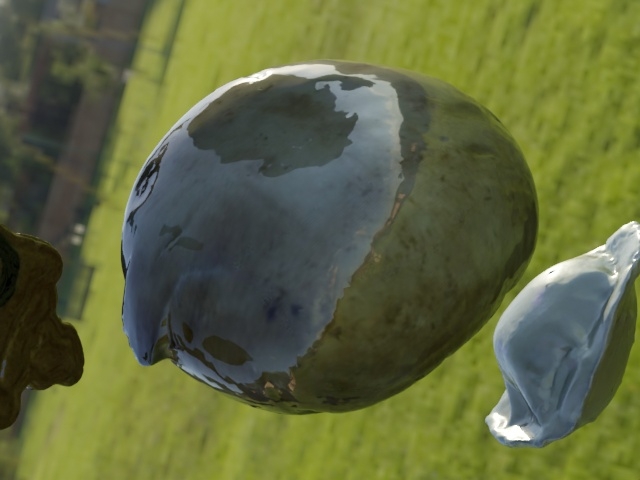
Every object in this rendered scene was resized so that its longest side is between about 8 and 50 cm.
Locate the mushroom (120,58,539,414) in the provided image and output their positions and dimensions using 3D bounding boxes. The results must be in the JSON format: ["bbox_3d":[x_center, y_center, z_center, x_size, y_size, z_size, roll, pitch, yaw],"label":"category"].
[{"bbox_3d":[0.000,0.000,1.084,0.184,0.254,0.255,69,-156,-50],"label":"mushroom"}]

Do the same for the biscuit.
[{"bbox_3d":[-0.339,0.077,1.778,0.041,0.290,0.208,5,75,52],"label":"biscuit"}]

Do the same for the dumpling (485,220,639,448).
[{"bbox_3d":[0.240,0.102,1.764,0.252,0.131,0.179,-52,7,16],"label":"dumpling"}]
